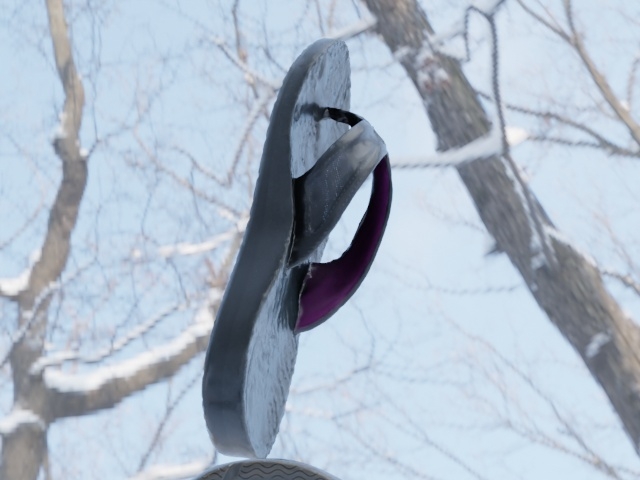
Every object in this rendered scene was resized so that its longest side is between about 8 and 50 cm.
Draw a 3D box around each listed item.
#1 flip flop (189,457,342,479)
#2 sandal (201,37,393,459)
[{"bbox_3d":[-0.042,0.212,0.592,0.112,0.080,0.277,7,-77,3],"label":"flip flop"},{"bbox_3d":[0.000,0.003,1.369,0.107,0.445,0.167,3,-36,15],"label":"sandal"}]
